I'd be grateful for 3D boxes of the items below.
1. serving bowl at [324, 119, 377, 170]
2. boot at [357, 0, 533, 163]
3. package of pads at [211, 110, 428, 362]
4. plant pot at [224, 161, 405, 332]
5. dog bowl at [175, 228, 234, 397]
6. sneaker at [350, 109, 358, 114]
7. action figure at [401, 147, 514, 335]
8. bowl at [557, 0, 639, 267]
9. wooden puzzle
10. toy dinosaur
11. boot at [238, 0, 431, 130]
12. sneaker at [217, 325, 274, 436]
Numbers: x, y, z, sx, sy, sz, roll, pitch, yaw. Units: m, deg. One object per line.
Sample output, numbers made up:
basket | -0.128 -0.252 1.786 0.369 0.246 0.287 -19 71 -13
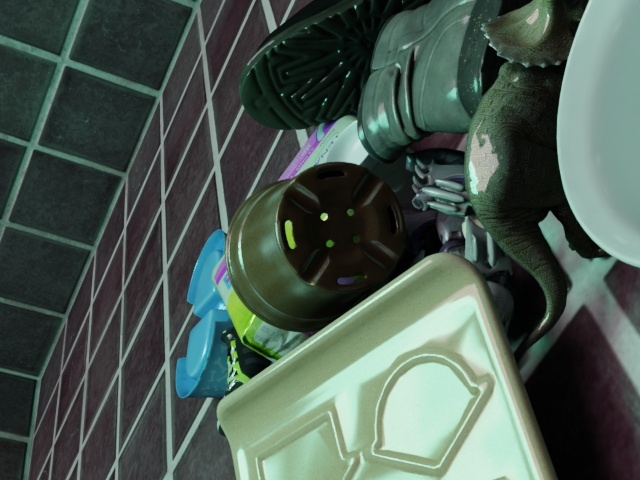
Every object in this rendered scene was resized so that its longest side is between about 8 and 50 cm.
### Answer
serving bowl | 0.043 -0.095 1.055 0.083 0.027 0.083 -37 33 29
boot | 0.148 -0.245 0.965 0.223 0.118 0.338 -5 56 58
package of pads | -0.003 -0.009 1.179 0.296 0.101 0.229 -54 24 6
plant pot | 0.000 0.000 0.957 0.165 0.167 0.167 143 141 -72
dog bowl | -0.167 0.126 1.608 0.166 0.074 0.297 -45 34 50
sneaker | 0.029 -0.181 1.397 0.059 0.053 0.144 -51 38 45
action figure | 0.122 0.013 0.921 0.285 0.099 0.185 -98 16 -63
bowl | 0.286 -0.107 0.574 0.298 0.134 0.297 -52 28 43
wooden puzzle | 0.067 0.233 0.790 0.322 0.081 0.347 -38 56 33
toy dinosaur | 0.175 -0.076 0.791 0.121 0.160 0.313 18 90 69
boot | 0.034 -0.301 1.253 0.348 0.131 0.260 -32 35 6
sneaker | -0.098 0.162 1.262 0.084 0.097 0.234 -59 -3 34
